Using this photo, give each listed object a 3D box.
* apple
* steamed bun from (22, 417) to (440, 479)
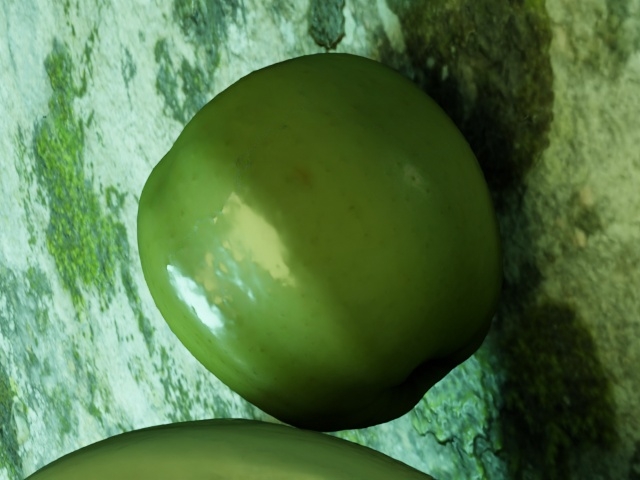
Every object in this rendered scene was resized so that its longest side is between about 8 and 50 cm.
[{"bbox_3d":[0.000,0.000,0.912,0.279,0.279,0.279,24,122,45],"label":"apple"},{"bbox_3d":[-0.012,0.269,0.816,0.455,0.290,0.371,25,164,-6],"label":"steamed bun"}]
